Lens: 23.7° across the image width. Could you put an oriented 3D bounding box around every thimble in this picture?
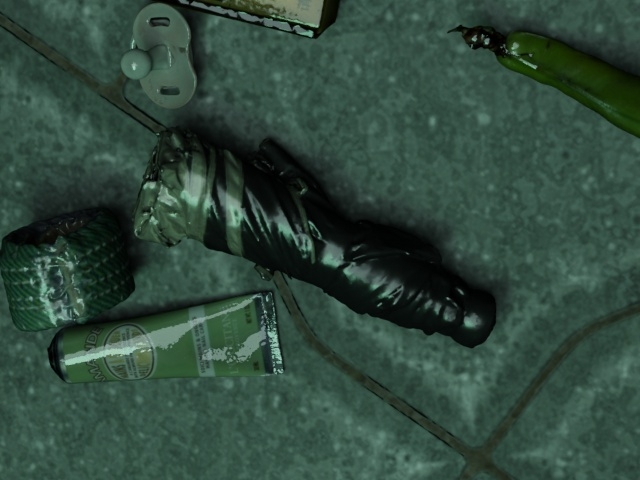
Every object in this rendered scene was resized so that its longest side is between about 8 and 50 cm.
[{"bbox_3d":[-0.243,0.027,1.443,0.118,0.135,0.090,-11,103,17],"label":"thimble"}]

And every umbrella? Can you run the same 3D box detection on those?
[{"bbox_3d":[-0.002,0.003,1.417,0.357,0.106,0.113,24,119,-3],"label":"umbrella"}]

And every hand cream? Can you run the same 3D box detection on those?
[{"bbox_3d":[-0.157,0.103,1.494,0.235,0.055,0.086,-6,108,7],"label":"hand cream"}]

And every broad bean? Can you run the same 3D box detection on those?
[{"bbox_3d":[0.262,-0.117,1.296,0.318,0.098,0.056,22,115,15],"label":"broad bean"}]

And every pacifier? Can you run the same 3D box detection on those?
[{"bbox_3d":[-0.157,-0.166,1.400,0.081,0.078,0.099,2,109,34],"label":"pacifier"}]

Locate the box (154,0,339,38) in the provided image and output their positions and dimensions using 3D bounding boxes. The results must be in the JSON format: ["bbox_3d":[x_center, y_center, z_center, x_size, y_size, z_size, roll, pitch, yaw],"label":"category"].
[{"bbox_3d":[-0.092,-0.286,1.352,0.240,0.071,0.159,14,111,9],"label":"box"}]
